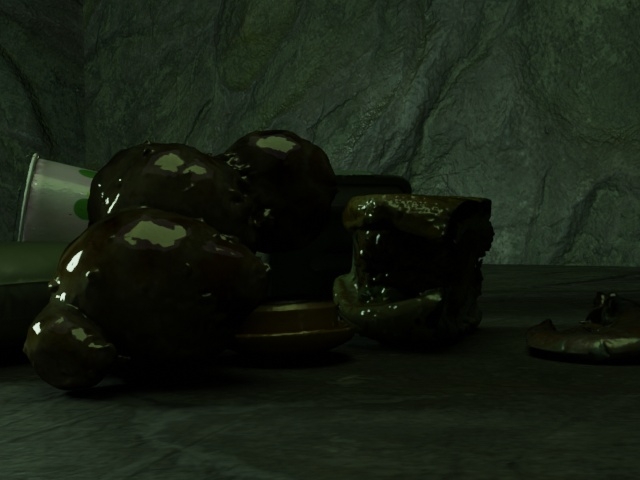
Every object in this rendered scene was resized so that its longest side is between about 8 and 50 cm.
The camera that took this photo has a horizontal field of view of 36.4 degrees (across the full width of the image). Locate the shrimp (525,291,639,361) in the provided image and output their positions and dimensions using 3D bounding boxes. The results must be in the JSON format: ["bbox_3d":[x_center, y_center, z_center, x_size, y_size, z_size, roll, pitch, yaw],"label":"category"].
[{"bbox_3d":[0.289,0.089,1.038,0.143,0.052,0.251,-3,2,10],"label":"shrimp"}]

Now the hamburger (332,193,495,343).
[{"bbox_3d":[0.100,0.029,1.139,0.192,0.168,0.288,1,2,21],"label":"hamburger"}]

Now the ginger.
[{"bbox_3d":[-0.140,0.012,0.921,0.256,0.176,0.375,0,28,18],"label":"ginger"}]

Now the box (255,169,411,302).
[{"bbox_3d":[0.000,0.000,1.488,0.290,0.221,0.166,-2,24,-26],"label":"box"}]

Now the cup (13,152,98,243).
[{"bbox_3d":[-0.351,0.002,1.585,0.273,0.253,0.253,8,0,-12],"label":"cup"}]

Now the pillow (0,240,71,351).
[{"bbox_3d":[-0.334,0.061,1.078,0.322,0.120,0.255,0,1,-44],"label":"pillow"}]

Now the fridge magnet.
[{"bbox_3d":[-0.036,0.088,0.986,0.143,0.063,0.143,-4,-1,0],"label":"fridge magnet"}]
